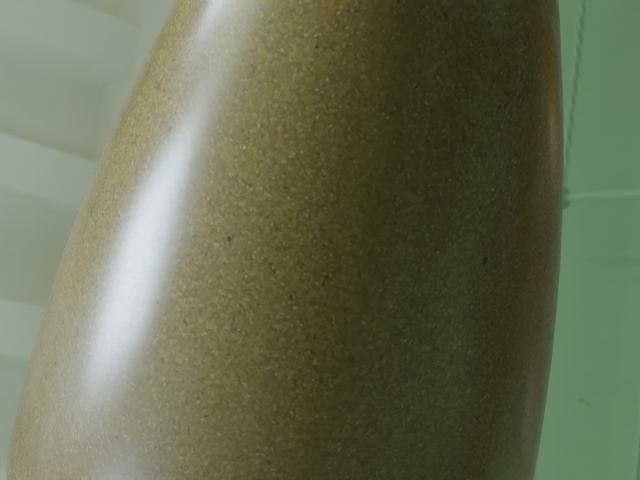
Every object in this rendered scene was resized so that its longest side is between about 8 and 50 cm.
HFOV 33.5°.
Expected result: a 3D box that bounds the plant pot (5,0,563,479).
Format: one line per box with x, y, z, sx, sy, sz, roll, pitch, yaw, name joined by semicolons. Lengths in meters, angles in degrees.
0.000;0.000;0.432;0.237;0.237;0.254;-19;-47;-42;plant pot
